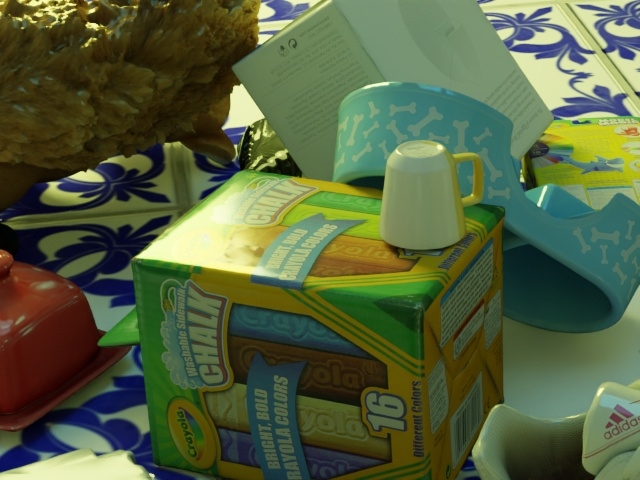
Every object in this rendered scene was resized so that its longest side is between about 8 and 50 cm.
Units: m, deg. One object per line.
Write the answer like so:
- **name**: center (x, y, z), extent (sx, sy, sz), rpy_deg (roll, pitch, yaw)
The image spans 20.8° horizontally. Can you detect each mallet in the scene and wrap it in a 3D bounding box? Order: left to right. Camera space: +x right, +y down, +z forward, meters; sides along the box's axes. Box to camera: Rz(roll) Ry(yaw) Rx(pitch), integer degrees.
- **mallet**: center (-0.369, 0.005, 1.623), extent (0.189, 0.039, 0.062), rpy_deg (5, 27, 24)

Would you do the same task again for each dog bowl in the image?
- **dog bowl**: center (0.135, -0.017, 1.392), extent (0.166, 0.297, 0.074), rpy_deg (-20, 45, 55)

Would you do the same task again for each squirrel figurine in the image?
- **squirrel figurine**: center (-0.210, -0.150, 1.661), extent (0.370, 0.281, 0.397), rpy_deg (-2, 1, -39)

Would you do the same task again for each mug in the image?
- **mug**: center (0.074, -0.038, 1.231), extent (0.062, 0.064, 0.078), rpy_deg (8, 27, 24)

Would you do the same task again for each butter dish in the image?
- **butter dish**: center (-0.257, 0.062, 1.400), extent (0.160, 0.118, 0.160), rpy_deg (13, 31, 30)

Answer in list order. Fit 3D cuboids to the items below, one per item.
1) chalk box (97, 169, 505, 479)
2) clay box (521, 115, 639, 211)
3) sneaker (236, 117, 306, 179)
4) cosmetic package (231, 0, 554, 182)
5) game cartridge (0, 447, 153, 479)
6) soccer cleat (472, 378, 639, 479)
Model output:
- **chalk box**: center (-0.024, 0.065, 1.305), extent (0.289, 0.179, 0.180), rpy_deg (9, 29, 21)
- **clay box**: center (0.262, -0.056, 1.657), extent (0.127, 0.053, 0.222), rpy_deg (-2, 25, 1)
- **sneaker**: center (-0.045, -0.071, 1.696), extent (0.106, 0.078, 0.234), rpy_deg (7, 24, 25)
- **cosmetic package**: center (0.072, -0.134, 1.611), extent (0.138, 0.225, 0.224), rpy_deg (-30, 9, 36)
- **game cartridge**: center (-0.164, 0.240, 1.114), extent (0.198, 0.062, 0.297), rpy_deg (-18, 30, -20)
- **soccer cleat**: center (0.236, 0.138, 1.011), extent (0.331, 0.143, 0.116), rpy_deg (-13, 37, 37)
